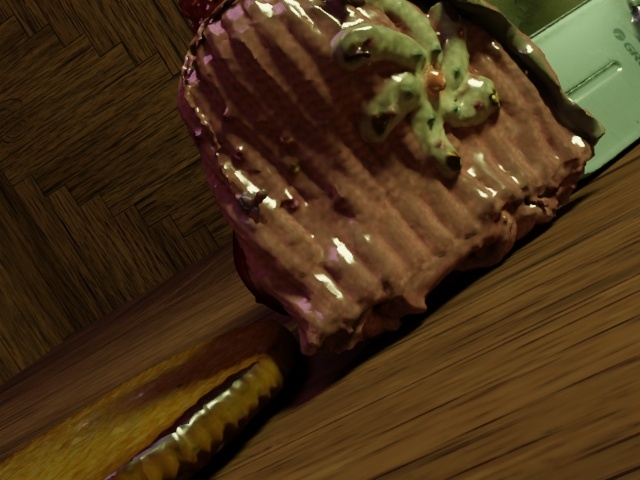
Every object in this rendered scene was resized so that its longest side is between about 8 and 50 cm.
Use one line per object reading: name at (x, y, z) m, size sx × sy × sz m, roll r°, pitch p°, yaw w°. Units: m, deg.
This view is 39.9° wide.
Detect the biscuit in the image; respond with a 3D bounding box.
biscuit at (-0.142, 0.139, 0.545) m, size 0.305 × 0.038 × 0.305 m, roll -29°, pitch 5°, yaw 3°

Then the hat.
hat at (0.013, -0.098, 0.529) m, size 0.236 × 0.286 × 0.107 m, roll -33°, pitch -13°, yaw -21°

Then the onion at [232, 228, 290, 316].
onion at (0.000, 0.000, 0.610) m, size 0.131 × 0.131 × 0.131 m, roll -31°, pitch 5°, yaw 3°

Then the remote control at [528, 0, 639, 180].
remote control at (0.205, -0.120, 0.636) m, size 0.247 × 0.104 × 0.052 m, roll -33°, pitch -6°, yaw -26°

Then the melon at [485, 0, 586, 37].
melon at (0.102, -0.158, 0.762) m, size 0.308 × 0.271 × 0.271 m, roll -65°, pitch 15°, yaw -14°
